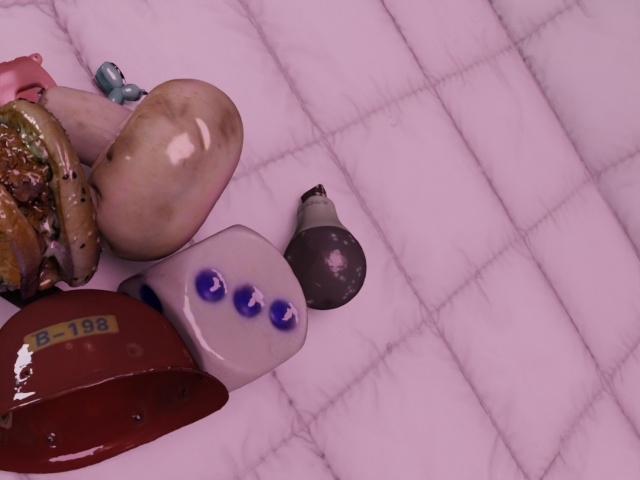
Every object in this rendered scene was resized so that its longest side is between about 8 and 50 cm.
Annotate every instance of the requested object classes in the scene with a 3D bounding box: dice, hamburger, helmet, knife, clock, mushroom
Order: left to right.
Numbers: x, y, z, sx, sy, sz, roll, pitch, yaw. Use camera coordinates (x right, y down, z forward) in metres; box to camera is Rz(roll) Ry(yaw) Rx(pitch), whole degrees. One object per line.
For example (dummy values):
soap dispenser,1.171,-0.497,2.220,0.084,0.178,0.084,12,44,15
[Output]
hamburger,-0.485,-0.076,1.192,0.195,0.277,0.318,-24,54,-35
clock,-0.537,-0.247,1.392,0.166,0.092,0.162,-36,97,-42
knife,-0.501,0.090,1.321,0.245,0.019,0.072,36,57,-16
helmet,-0.361,0.193,1.195,0.384,0.338,0.230,-14,61,-16
mushroom,-0.307,-0.134,1.387,0.325,0.353,0.353,28,48,-65
dice,-0.196,0.132,1.390,0.251,0.243,0.259,-29,93,-42

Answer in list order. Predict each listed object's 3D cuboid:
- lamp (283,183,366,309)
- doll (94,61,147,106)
lamp,0.011,-0.003,1.642,0.181,0.182,0.314,19,60,-30
doll,-0.403,-0.259,1.518,0.158,0.059,0.159,29,58,-25
